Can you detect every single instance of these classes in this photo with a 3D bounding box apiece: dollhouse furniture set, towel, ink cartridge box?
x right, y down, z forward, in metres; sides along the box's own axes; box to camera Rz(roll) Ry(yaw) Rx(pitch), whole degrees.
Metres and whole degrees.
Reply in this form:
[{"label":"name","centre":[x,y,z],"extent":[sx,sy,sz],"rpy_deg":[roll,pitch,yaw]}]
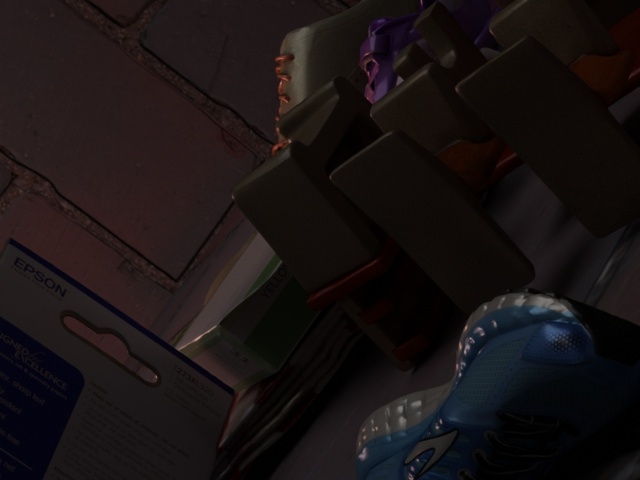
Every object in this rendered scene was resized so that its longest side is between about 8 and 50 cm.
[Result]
[{"label":"dollhouse furniture set","centre":[0.095,-0.055,0.877],"extent":[0.259,0.135,0.262],"rpy_deg":[-34,16,37]},{"label":"towel","centre":[0.002,0.057,1.204],"extent":[0.329,0.037,0.237],"rpy_deg":[-51,6,12]},{"label":"ink cartridge box","centre":[-0.165,0.163,0.976],"extent":[0.069,0.175,0.371],"rpy_deg":[-45,16,34]},{"label":"ink cartridge box","centre":[0.000,0.000,1.100],"extent":[0.171,0.056,0.235],"rpy_deg":[-54,8,-21]}]

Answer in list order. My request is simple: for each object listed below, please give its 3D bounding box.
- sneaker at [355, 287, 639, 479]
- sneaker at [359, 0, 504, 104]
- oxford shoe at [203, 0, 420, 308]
[{"label":"sneaker","centre":[0.061,0.075,0.600],"extent":[0.162,0.063,0.073],"rpy_deg":[128,158,-51]},{"label":"sneaker","centre":[0.065,-0.113,1.373],"extent":[0.236,0.104,0.095],"rpy_deg":[-56,8,-16]},{"label":"oxford shoe","centre":[0.005,-0.089,1.481],"extent":[0.397,0.146,0.140],"rpy_deg":[-55,7,-19]}]
